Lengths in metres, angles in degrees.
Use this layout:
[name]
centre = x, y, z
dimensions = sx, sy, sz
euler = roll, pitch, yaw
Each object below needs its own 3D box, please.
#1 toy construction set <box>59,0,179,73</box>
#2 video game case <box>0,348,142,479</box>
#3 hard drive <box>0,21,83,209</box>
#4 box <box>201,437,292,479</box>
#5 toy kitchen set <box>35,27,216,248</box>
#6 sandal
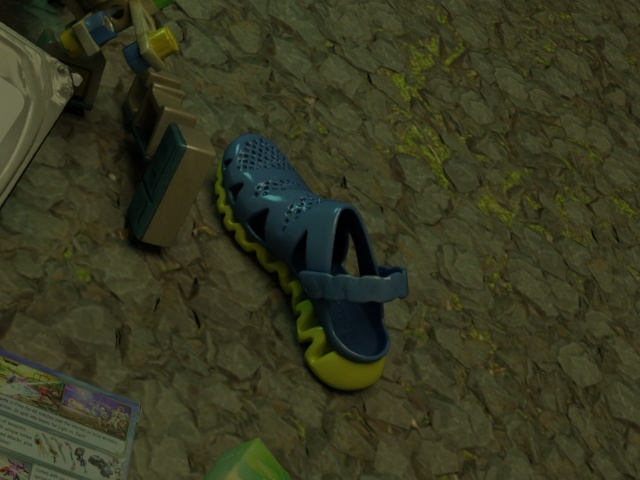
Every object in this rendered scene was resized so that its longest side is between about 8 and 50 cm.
[toy construction set]
centre = -0.246, -0.313, 1.477
dimensions = 0.215, 0.151, 0.328
euler = 57, 0, -28
[video game case]
centre = -0.295, 0.199, 1.131
dimensions = 0.269, 0.061, 0.244
euler = 25, 43, -20
[hard drive]
centre = -0.418, -0.143, 1.239
dimensions = 0.339, 0.064, 0.237
euler = 34, 75, -14
[box]
centre = -0.071, 0.348, 1.133
dimensions = 0.232, 0.058, 0.322
euler = 54, 36, -11
[toy kitchen set]
centre = -0.230, -0.112, 1.463
dimensions = 0.166, 0.122, 0.207
euler = 16, 25, -28
[sandal]
centre = 0.000, 0.000, 1.505
dimensions = 0.126, 0.138, 0.317
euler = -15, 63, -44
